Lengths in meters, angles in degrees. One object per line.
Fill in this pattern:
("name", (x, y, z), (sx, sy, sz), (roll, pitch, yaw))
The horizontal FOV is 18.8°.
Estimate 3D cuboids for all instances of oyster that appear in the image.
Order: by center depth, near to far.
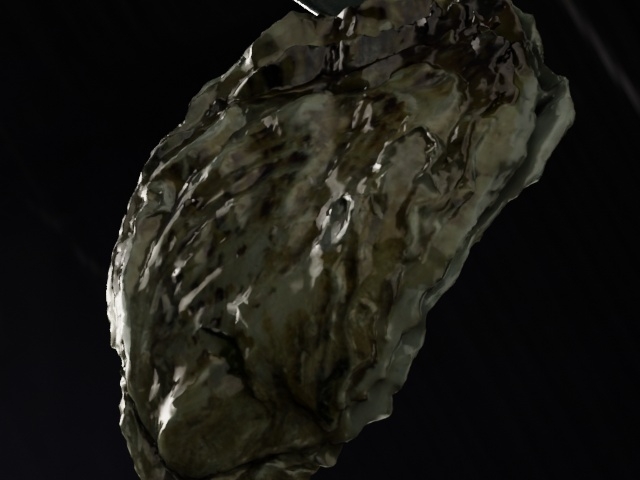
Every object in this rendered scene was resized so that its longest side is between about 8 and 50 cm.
("oyster", (0.000, 0.000, 0.554), (0.177, 0.064, 0.125), (-44, -141, 5))

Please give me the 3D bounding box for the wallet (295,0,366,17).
("wallet", (0.029, -0.152, 1.030), (0.088, 0.129, 0.026), (-57, -149, 2))
